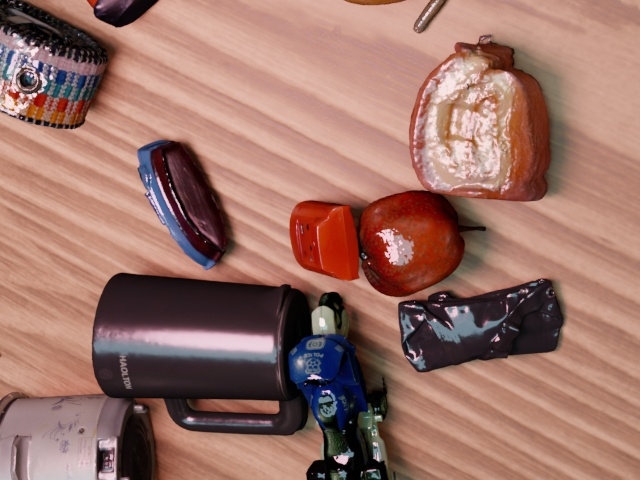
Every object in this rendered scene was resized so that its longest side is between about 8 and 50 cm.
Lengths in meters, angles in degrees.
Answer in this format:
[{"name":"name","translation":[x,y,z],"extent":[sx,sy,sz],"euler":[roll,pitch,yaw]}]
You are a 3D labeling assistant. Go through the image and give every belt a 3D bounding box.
[{"name":"belt","translation":[-0.486,-0.278,1.821],"extent":[0.295,0.207,0.160],"euler":[26,108,11]}]

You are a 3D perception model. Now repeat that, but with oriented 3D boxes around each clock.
[{"name":"clock","translation":[0.000,0.000,1.771],"extent":[0.061,0.155,0.113],"euler":[-11,98,-20]}]

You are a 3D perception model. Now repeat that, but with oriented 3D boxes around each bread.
[{"name":"bread","translation":[0.227,-0.168,1.670],"extent":[0.190,0.123,0.244],"euler":[1,103,19]}]

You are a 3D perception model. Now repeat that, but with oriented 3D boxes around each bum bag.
[{"name":"bum bag","translation":[0.242,0.131,1.776],"extent":[0.248,0.060,0.123],"euler":[-11,100,19]}]

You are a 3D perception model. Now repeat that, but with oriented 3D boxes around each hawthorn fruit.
[{"name":"hawthorn fruit","translation":[0.150,-0.002,1.728],"extent":[0.194,0.157,0.157],"euler":[-14,100,0]}]

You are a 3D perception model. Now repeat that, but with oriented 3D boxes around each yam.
[{"name":"yam","translation":[0.172,-0.350,1.693],"extent":[0.021,0.021,0.116],"euler":[38,111,5]}]

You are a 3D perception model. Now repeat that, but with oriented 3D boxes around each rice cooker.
[{"name":"rice cooker","translation":[-0.430,0.379,1.935],"extent":[0.317,0.317,0.264],"euler":[-7,77,19]}]

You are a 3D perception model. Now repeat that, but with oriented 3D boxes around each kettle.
[{"name":"kettle","translation":[-0.182,0.188,1.847],"extent":[0.308,0.203,0.262],"euler":[2,91,14]}]

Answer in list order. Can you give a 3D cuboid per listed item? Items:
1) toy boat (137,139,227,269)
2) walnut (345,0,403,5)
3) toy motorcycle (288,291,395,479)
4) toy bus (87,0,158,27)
[{"name":"toy boat","translation":[-0.225,-0.054,1.860],"extent":[0.097,0.100,0.223],"euler":[-20,98,46]},{"name":"walnut","translation":[0.080,-0.412,1.635],"extent":[0.197,0.165,0.165],"euler":[-13,100,20]},{"name":"toy motorcycle","translation":[0.027,0.251,1.802],"extent":[0.125,0.196,0.331],"euler":[-6,101,18]},{"name":"toy bus","translation":[-0.249,-0.465,1.742],"extent":[0.303,0.127,0.147],"euler":[-39,85,24]}]
